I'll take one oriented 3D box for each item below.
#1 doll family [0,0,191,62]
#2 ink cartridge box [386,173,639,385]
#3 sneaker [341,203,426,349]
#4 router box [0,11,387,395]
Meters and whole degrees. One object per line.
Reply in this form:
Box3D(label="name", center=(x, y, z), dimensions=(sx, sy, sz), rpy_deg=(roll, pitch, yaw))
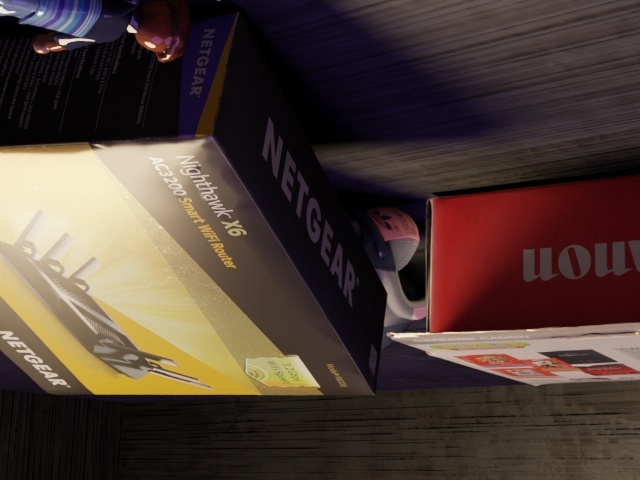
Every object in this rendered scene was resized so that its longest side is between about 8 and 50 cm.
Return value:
Box3D(label="doll family", center=(-0.077, -0.116, 0.480), dimensions=(0.111, 0.076, 0.193), rpy_deg=(3, 174, -29))
Box3D(label="ink cartridge box", center=(0.243, 0.026, 0.968), dimensions=(0.310, 0.130, 0.272), rpy_deg=(-6, 165, 32))
Box3D(label="sneaker", center=(0.000, 0.000, 1.027), dimensions=(0.131, 0.112, 0.319), rpy_deg=(-33, 152, 12))
Box3D(label="router box", center=(-0.115, -0.002, 0.787), dimensions=(0.243, 0.081, 0.309), rpy_deg=(-2, 149, 19))
